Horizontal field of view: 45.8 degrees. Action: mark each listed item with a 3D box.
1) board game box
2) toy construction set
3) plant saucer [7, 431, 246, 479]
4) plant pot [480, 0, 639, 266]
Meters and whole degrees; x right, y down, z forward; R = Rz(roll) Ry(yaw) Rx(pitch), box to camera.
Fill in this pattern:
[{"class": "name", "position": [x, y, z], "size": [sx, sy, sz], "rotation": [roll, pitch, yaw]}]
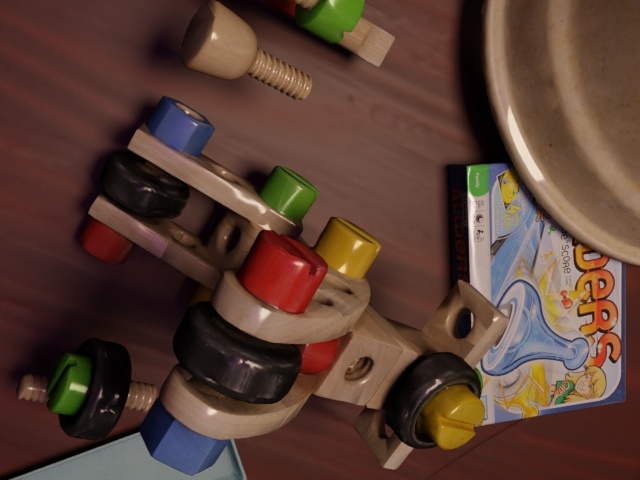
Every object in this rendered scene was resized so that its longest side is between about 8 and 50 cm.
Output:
[{"class": "board game box", "position": [0.172, 0.036, 0.596], "size": [0.136, 0.035, 0.201], "rotation": [-6, 99, -14]}, {"class": "toy construction set", "position": [0.000, 0.000, 0.475], "size": [0.237, 0.257, 0.309], "rotation": [20, 81, -34]}, {"class": "plant saucer", "position": [-0.153, 0.175, 0.538], "size": [0.192, 0.018, 0.067], "rotation": [-18, 102, -13]}, {"class": "plant pot", "position": [0.320, -0.143, 0.449], "size": [0.334, 0.305, 0.334], "rotation": [0, 90, -19]}]
